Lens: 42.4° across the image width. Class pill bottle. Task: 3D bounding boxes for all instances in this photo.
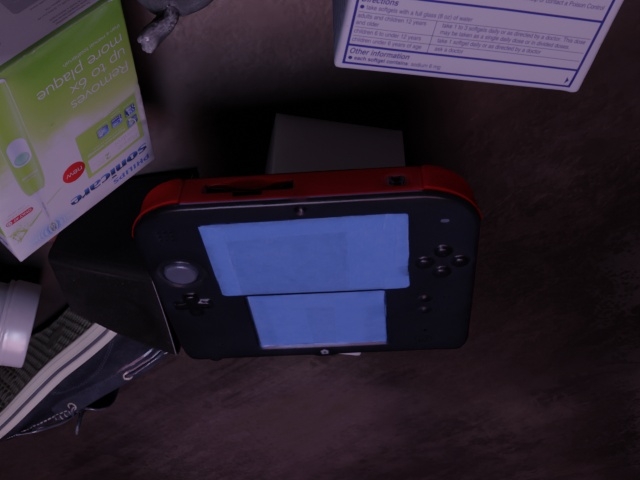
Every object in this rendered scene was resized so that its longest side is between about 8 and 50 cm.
[{"bbox_3d":[-0.587,0.096,1.214,0.318,0.176,0.176,14,137,-19],"label":"pill bottle"}]

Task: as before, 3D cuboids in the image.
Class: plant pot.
[{"bbox_3d":[-0.265,0.024,1.154,0.166,0.188,0.188,7,141,10],"label":"plant pot"}]

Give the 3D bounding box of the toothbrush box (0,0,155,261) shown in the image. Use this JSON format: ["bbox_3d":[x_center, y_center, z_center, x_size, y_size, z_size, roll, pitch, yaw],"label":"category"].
[{"bbox_3d":[-0.305,-0.138,0.870,0.122,0.206,0.283,41,156,15],"label":"toothbrush box"}]

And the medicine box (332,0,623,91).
[{"bbox_3d":[0.162,-0.306,0.787,0.263,0.149,0.289,5,139,-8],"label":"medicine box"}]

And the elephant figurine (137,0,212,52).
[{"bbox_3d":[-0.129,-0.330,0.716,0.169,0.186,0.239,-30,160,-21],"label":"elephant figurine"}]

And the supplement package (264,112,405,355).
[{"bbox_3d":[0.000,0.000,1.126,0.177,0.175,0.293,7,139,-8],"label":"supplement package"}]

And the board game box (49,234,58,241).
[{"bbox_3d":[-0.433,-0.091,1.101,0.165,0.042,0.243,2,140,-5],"label":"board game box"}]

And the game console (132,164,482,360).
[{"bbox_3d":[-0.007,0.048,1.001,0.386,0.060,0.342,-2,139,4],"label":"game console"}]

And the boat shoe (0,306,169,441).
[{"bbox_3d":[-0.414,0.223,1.374,0.500,0.187,0.156,-36,124,27],"label":"boat shoe"}]
